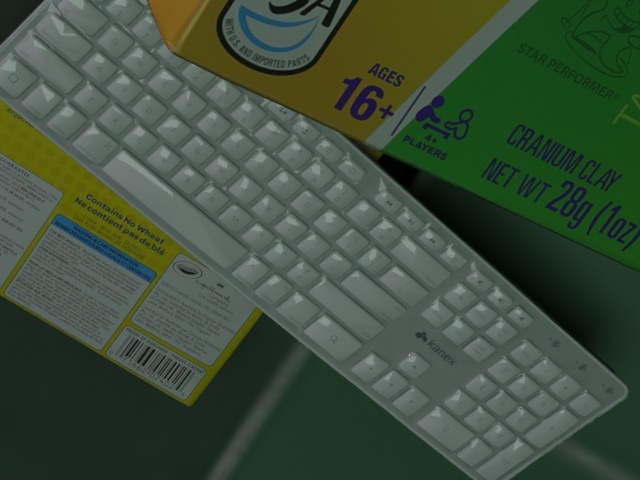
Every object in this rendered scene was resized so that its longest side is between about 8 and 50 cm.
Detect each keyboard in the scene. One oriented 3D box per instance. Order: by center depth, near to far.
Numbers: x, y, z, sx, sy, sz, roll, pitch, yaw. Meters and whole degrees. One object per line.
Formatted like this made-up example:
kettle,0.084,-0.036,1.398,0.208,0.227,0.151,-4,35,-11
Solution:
keyboard,0.000,0.000,0.586,0.256,0.014,0.072,40,110,-21

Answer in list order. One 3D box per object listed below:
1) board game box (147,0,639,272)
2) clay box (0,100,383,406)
board game box,0.129,-0.147,0.484,0.242,0.064,0.316,22,116,-29
clay box,-0.038,-0.060,0.593,0.127,0.053,0.222,32,112,-13
